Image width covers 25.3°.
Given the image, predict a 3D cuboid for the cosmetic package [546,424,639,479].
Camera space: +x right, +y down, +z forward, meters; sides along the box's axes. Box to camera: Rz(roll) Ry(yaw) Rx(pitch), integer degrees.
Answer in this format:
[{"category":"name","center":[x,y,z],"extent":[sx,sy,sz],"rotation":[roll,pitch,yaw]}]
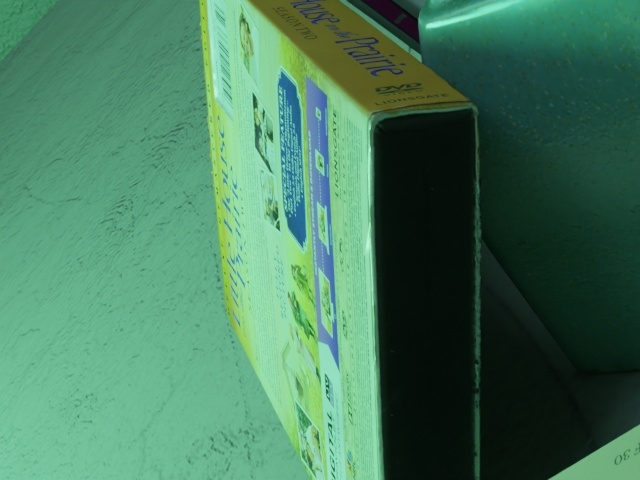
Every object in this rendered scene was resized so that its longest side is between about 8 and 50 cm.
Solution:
[{"category":"cosmetic package","center":[0.184,0.202,0.546],"extent":[0.160,0.113,0.309],"rotation":[-36,28,19]}]

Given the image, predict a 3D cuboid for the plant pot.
[{"category":"plant pot","center":[0.201,-0.103,0.781],"extent":[0.247,0.252,0.247],"rotation":[-9,45,49]}]

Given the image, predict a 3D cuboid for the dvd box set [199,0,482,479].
[{"category":"dvd box set","center":[0.000,0.000,0.919],"extent":[0.062,0.307,0.420],"rotation":[-9,23,-14]}]

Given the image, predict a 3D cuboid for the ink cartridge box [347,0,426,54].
[{"category":"ink cartridge box","center":[0.101,-0.217,0.989],"extent":[0.175,0.371,0.069],"rotation":[-58,7,-20]}]
